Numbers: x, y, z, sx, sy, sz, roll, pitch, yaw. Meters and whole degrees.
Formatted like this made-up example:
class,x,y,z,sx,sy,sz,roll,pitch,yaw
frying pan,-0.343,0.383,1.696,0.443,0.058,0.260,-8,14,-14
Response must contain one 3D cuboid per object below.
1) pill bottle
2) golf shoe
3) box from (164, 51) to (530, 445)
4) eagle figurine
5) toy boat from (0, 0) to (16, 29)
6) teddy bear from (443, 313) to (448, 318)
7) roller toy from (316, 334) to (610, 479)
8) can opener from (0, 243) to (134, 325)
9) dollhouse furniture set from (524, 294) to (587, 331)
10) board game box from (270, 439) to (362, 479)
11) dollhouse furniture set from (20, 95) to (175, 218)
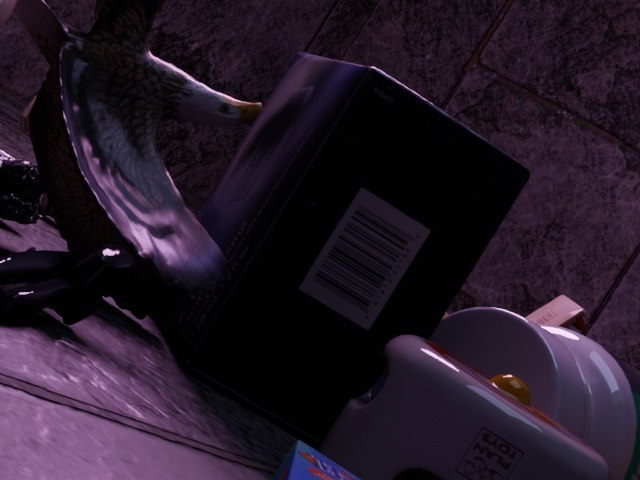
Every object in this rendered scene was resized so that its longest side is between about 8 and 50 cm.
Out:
class,x,y,z,sx,sy,sz,roll,pitch,yaw
pill bottle,0.223,0.195,1.533,0.204,0.204,0.361,34,2,40
golf shoe,-0.329,-0.070,1.505,0.094,0.077,0.198,21,-12,30
box,0.000,0.000,1.518,0.183,0.296,0.294,32,0,-15
eagle figurine,-0.160,-0.092,1.382,0.225,0.298,0.226,3,-10,31
toy boat,-0.332,-0.154,1.213,0.148,0.268,0.318,91,-23,-46
teddy bear,0.052,0.111,1.871,0.338,0.113,0.245,37,23,-1
roller toy,0.107,0.163,1.213,0.191,0.146,0.209,30,3,-44
can opener,-0.197,0.026,1.177,0.059,0.073,0.186,41,13,13
dollhouse furniture set,0.306,0.214,2.051,0.259,0.135,0.262,62,-6,-19
board game box,0.038,0.186,0.949,0.160,0.047,0.210,32,1,0
dollhouse furniture set,-0.271,-0.042,1.855,0.182,0.101,0.161,32,-23,3
